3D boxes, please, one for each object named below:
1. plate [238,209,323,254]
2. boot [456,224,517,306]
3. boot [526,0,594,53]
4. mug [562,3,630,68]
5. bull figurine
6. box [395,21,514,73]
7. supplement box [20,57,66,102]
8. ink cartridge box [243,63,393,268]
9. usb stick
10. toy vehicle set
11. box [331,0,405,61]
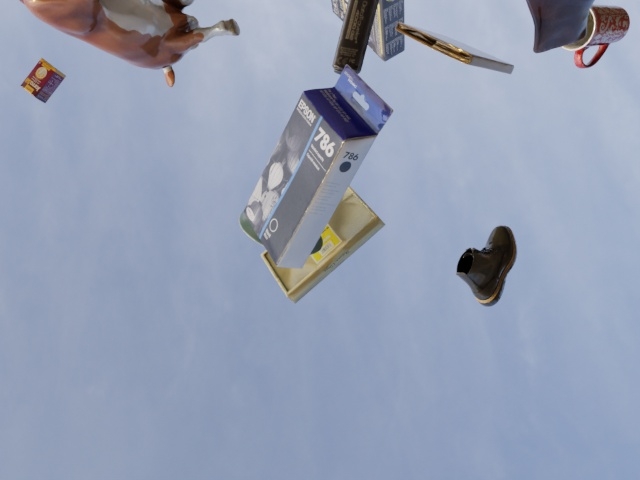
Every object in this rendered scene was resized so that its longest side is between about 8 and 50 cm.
[{"bbox_3d":[-0.080,-0.029,1.391,0.188,0.024,0.188,18,-153,-9],"label":"plate"},{"bbox_3d":[0.362,0.026,1.432,0.137,0.077,0.197,41,-126,-37],"label":"boot"},{"bbox_3d":[0.431,-0.446,1.262,0.249,0.206,0.090,-20,-130,-11],"label":"boot"},{"bbox_3d":[0.676,-0.521,1.642,0.169,0.150,0.113,-16,-132,-33],"label":"mug"},{"bbox_3d":[-0.230,-0.291,0.853,0.310,0.189,0.101,-1,-103,-61],"label":"bull figurine"},{"bbox_3d":[0.256,-0.360,1.233,0.164,0.021,0.201,35,-154,28],"label":"box"},{"bbox_3d":[-0.646,-0.373,1.529,0.055,0.043,0.083,36,-90,13],"label":"supplement box"},{"bbox_3d":[-0.017,-0.127,1.120,0.065,0.332,0.165,8,-146,-38],"label":"ink cartridge box"},{"bbox_3d":[0.095,-0.547,1.627,0.077,0.045,0.277,15,-88,11],"label":"usb stick"},{"bbox_3d":[0.000,0.000,1.479,0.267,0.035,0.166,-41,-137,5],"label":"toy vehicle set"},{"bbox_3d":[0.133,-0.803,2.051,0.097,0.394,0.318,-31,-119,-9],"label":"box"}]
